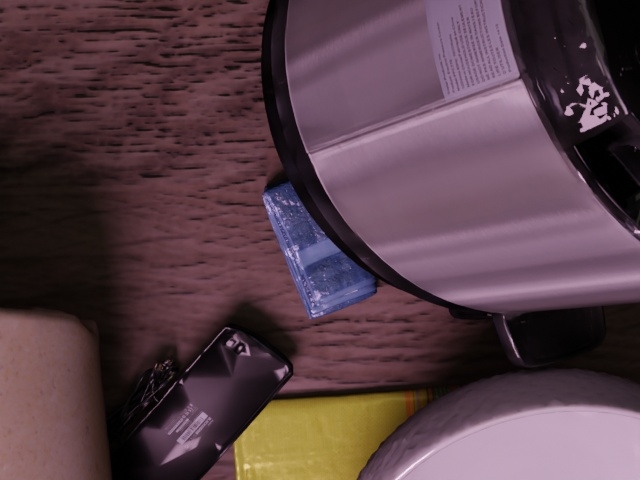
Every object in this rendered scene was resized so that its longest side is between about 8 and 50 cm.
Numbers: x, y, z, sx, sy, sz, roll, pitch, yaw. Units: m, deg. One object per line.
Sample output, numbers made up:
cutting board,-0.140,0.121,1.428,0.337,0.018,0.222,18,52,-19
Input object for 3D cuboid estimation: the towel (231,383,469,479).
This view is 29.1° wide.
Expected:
towel,0.045,0.179,1.049,0.237,0.021,0.102,-4,88,-1

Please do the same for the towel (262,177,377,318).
towel,0.000,0.000,1.032,0.067,0.029,0.119,-22,93,-2

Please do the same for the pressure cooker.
pressure cooker,0.162,-0.137,0.855,0.375,0.420,0.370,35,67,-22

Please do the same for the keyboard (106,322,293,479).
keyboard,-0.118,0.144,1.036,0.100,0.038,0.192,40,97,-15

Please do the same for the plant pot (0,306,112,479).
plant pot,-0.280,0.204,0.908,0.334,0.334,0.305,1,82,-2

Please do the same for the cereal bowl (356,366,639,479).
cereal bowl,0.171,0.242,0.973,0.339,0.141,0.339,-1,113,-3
